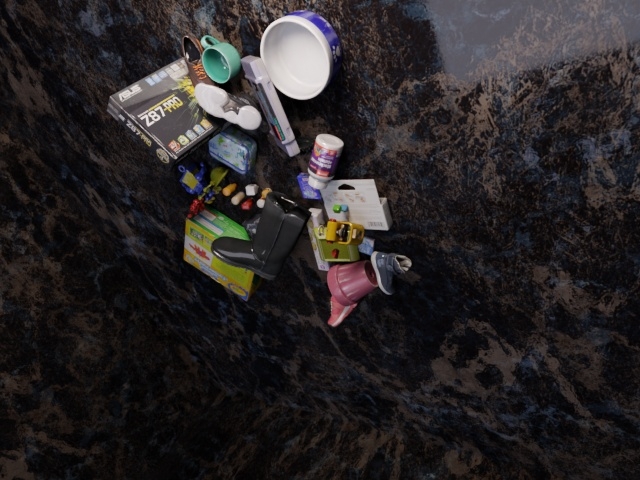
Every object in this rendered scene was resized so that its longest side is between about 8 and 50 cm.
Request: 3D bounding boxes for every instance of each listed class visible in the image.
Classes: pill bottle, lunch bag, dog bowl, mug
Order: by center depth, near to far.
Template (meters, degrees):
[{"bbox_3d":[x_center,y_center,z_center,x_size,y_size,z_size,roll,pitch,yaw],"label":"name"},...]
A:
[{"bbox_3d":[-0.064,-0.620,1.515,0.265,0.104,0.265,20,137,20],"label":"dog bowl"},{"bbox_3d":[-0.363,-0.682,1.682,0.129,0.097,0.158,17,135,24],"label":"mug"},{"bbox_3d":[0.013,-0.298,1.728,0.108,0.108,0.193,27,125,13],"label":"pill bottle"},{"bbox_3d":[-0.385,-0.401,1.973,0.219,0.090,0.176,32,142,8],"label":"lunch bag"}]

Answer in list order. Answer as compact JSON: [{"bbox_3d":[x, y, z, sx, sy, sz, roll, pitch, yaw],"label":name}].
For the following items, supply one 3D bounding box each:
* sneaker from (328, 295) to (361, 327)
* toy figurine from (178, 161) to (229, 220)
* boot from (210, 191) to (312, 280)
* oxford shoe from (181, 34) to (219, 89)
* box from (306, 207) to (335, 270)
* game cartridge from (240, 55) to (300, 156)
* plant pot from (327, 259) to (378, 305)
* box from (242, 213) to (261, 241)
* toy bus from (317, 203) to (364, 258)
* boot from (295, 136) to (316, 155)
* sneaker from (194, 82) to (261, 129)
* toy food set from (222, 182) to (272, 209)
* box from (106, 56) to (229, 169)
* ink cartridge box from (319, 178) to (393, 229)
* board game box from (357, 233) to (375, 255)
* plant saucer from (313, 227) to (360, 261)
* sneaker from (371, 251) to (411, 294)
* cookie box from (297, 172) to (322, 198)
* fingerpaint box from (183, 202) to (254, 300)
[{"bbox_3d":[0.104,0.323,2.295,0.136,0.116,0.314,43,134,10],"label":"sneaker"},{"bbox_3d":[-0.611,-0.288,2.177,0.217,0.191,0.362,47,138,-3],"label":"toy figurine"},{"bbox_3d":[-0.281,-0.041,2.043,0.367,0.146,0.445,22,137,-8],"label":"boot"},{"bbox_3d":[-0.469,-0.648,1.734,0.097,0.098,0.271,-23,103,2],"label":"oxford shoe"},{"bbox_3d":[0.000,0.000,2.082,0.067,0.063,0.324,10,133,29],"label":"box"},{"bbox_3d":[-0.188,-0.494,1.663,0.230,0.068,0.355,-120,5,-61],"label":"game cartridge"},{"bbox_3d":[0.160,0.179,2.050,0.180,0.201,0.201,-27,110,31],"label":"plant pot"},{"bbox_3d":[-0.275,-0.045,2.221,0.158,0.093,0.156,0,127,38],"label":"box"},{"bbox_3d":[0.099,-0.030,1.791,0.104,0.202,0.191,8,137,31],"label":"toy bus"},{"bbox_3d":[-0.072,-0.366,1.763,0.121,0.099,0.045,7,130,31],"label":"boot"},{"bbox_3d":[-0.351,-0.530,1.745,0.268,0.153,0.101,26,119,-17],"label":"sneaker"},{"bbox_3d":[-0.329,-0.216,2.123,0.232,0.104,0.111,0,115,14],"label":"toy food set"},{"bbox_3d":[-0.563,-0.505,1.767,0.318,0.395,0.097,44,142,-6],"label":"box"},{"bbox_3d":[0.138,-0.156,1.837,0.275,0.060,0.239,4,128,35],"label":"ink cartridge box"},{"bbox_3d":[0.193,0.017,1.989,0.090,0.020,0.090,20,137,20],"label":"board game box"},{"bbox_3d":[0.068,0.029,2.004,0.188,0.045,0.188,0,128,18],"label":"plant saucer"},{"bbox_3d":[0.327,0.149,1.964,0.163,0.086,0.226,0,126,40],"label":"sneaker"},{"bbox_3d":[-0.039,-0.232,1.910,0.091,0.040,0.107,8,132,32],"label":"cookie box"},{"bbox_3d":[-0.510,0.067,2.443,0.444,0.163,0.371,32,139,8],"label":"fingerpaint box"}]
